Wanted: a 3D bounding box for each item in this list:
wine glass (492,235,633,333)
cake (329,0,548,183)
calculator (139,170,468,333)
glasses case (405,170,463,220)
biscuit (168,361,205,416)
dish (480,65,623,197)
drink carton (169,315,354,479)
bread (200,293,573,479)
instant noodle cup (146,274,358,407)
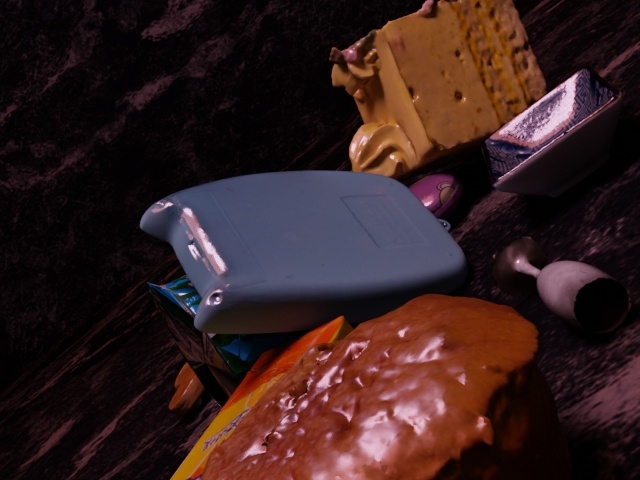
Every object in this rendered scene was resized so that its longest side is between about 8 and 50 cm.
[{"bbox_3d":[0.224,0.043,0.958,0.066,0.066,0.198,-40,13,-1],"label":"wine glass"},{"bbox_3d":[0.159,-0.217,1.525,0.286,0.227,0.222,-19,-6,-22],"label":"cake"},{"bbox_3d":[0.000,0.000,1.203,0.386,0.256,0.054,-6,-49,-30],"label":"calculator"},{"bbox_3d":[0.081,-0.006,1.522,0.316,0.076,0.123,-32,14,30],"label":"glasses case"},{"bbox_3d":[-0.121,0.132,1.571,0.340,0.047,0.216,-52,11,9],"label":"biscuit"},{"bbox_3d":[0.303,-0.125,1.281,0.182,0.080,0.243,-36,11,15],"label":"dish"},{"bbox_3d":[-0.065,0.240,0.995,0.154,0.111,0.351,-29,17,43],"label":"drink carton"},{"bbox_3d":[0.047,0.172,0.775,0.312,0.172,0.312,-33,15,10],"label":"bread"},{"bbox_3d":[-0.078,0.105,1.286,0.178,0.240,0.240,-36,10,-19],"label":"instant noodle cup"}]
